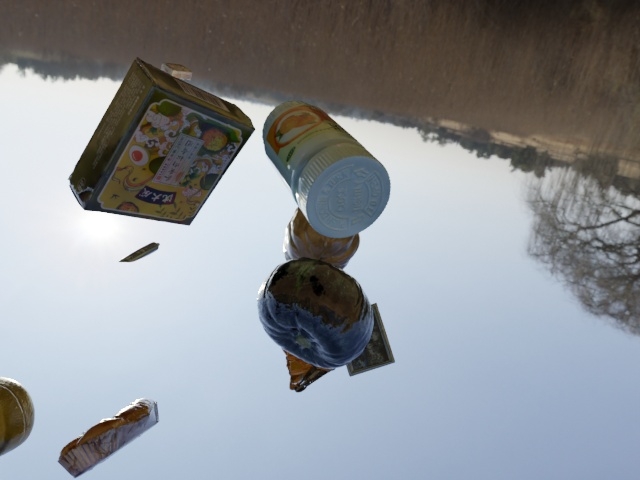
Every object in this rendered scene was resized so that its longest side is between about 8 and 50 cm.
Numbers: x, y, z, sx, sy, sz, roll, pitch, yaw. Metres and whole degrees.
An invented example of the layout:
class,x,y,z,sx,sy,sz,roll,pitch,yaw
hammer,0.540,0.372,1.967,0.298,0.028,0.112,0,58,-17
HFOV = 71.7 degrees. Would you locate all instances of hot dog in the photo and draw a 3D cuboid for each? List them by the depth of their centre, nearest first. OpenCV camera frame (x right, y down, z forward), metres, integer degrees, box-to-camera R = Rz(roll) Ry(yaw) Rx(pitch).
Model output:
class,x,y,z,sx,sy,sz,roll,pitch,yaw
hot dog,-0.421,0.395,0.920,0.075,0.144,0.268,54,176,9

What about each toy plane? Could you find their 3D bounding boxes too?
class,x,y,z,sx,sy,sz,roll,pitch,yaw
toy plane,0.038,0.382,1.463,0.315,0.103,0.204,-4,-135,-15

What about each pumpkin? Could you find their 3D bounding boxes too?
class,x,y,z,sx,sy,sz,roll,pitch,yaw
pumpkin,-0.009,0.174,1.152,0.314,0.315,0.239,17,-125,19

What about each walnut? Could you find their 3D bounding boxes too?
class,x,y,z,sx,sy,sz,roll,pitch,yaw
walnut,0.000,0.000,1.585,0.284,0.297,0.285,-9,-141,8

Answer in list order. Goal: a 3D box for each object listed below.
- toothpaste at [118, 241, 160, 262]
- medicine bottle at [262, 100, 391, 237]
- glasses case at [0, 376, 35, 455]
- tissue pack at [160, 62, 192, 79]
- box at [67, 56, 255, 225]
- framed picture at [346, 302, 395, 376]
class,x,y,z,sx,sy,sz,roll,pitch,yaw
toothpaste,-0.638,0.043,1.590,0.056,0.035,0.197,1,-161,15
medicine bottle,-0.007,-0.152,0.843,0.157,0.158,0.318,2,-149,-26
glasses case,-0.739,0.374,0.836,0.370,0.174,0.141,-24,176,-3
tissue pack,-0.482,-0.567,1.485,0.063,0.035,0.083,39,-148,22
box,-0.447,-0.253,1.285,0.138,0.420,0.372,48,-160,26
framed picture,0.124,0.289,1.287,0.141,0.183,0.011,-17,179,2
